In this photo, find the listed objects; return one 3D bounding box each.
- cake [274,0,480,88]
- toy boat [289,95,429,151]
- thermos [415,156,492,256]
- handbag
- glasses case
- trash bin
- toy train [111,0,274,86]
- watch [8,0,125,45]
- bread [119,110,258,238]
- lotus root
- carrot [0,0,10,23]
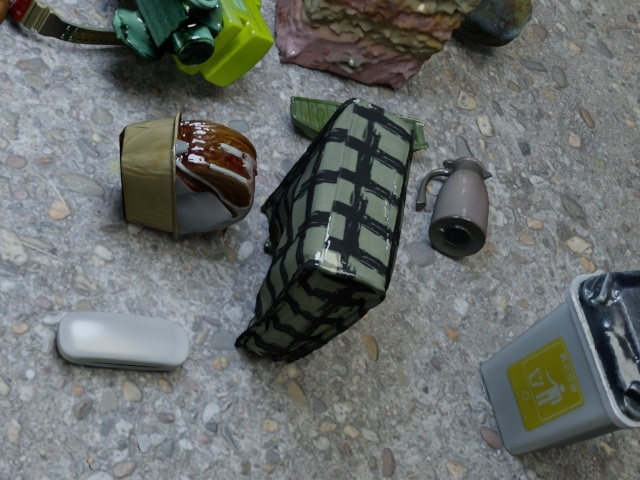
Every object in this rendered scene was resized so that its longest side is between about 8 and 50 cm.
[{"bbox_3d":[0.104,-0.489,1.994,0.314,0.307,0.293,15,53,-23],"label":"cake"},{"bbox_3d":[0.065,-0.210,1.963,0.293,0.055,0.093,8,60,-28],"label":"toy boat"},{"bbox_3d":[0.250,-0.078,1.976,0.137,0.105,0.193,7,49,9],"label":"thermos"},{"bbox_3d":[0.000,0.000,1.623,0.162,0.327,0.325,26,53,-18],"label":"handbag"},{"bbox_3d":[-0.286,0.147,1.541,0.197,0.049,0.076,8,59,-27],"label":"glasses case"},{"bbox_3d":[0.469,0.214,1.752,0.296,0.367,0.256,-5,67,-31],"label":"trash bin"},{"bbox_3d":[-0.246,-0.454,1.801,0.272,0.179,0.442,13,45,-54],"label":"toy train"},{"bbox_3d":[-0.398,-0.406,1.787,0.268,0.102,0.165,-2,62,-41],"label":"watch"},{"bbox_3d":[-0.202,-0.102,1.627,0.211,0.224,0.142,1,58,-6],"label":"bread"},{"bbox_3d":[0.294,-0.534,2.231,0.322,0.158,0.140,36,50,1],"label":"lotus root"},{"bbox_3d":[-0.569,-0.355,1.613,0.225,0.159,0.159,-21,75,-47],"label":"carrot"}]
